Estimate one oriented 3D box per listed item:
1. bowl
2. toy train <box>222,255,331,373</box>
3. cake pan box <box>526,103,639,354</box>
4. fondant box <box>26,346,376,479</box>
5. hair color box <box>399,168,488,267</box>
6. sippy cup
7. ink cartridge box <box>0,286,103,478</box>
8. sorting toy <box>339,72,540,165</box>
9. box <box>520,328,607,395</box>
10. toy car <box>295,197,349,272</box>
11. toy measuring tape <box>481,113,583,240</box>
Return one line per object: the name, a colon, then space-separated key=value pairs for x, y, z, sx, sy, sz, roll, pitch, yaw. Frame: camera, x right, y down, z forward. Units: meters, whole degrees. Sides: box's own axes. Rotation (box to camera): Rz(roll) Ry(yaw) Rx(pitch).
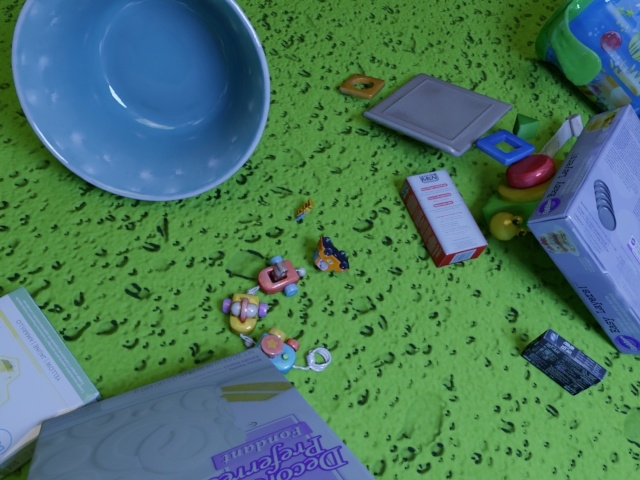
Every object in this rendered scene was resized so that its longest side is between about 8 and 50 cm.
bowl: x=-0.225 y=-0.227 z=0.736 sx=0.312 sy=0.311 sz=0.163 roll=3 pitch=29 yaw=-7
toy train: x=-0.054 y=0.093 z=0.684 sx=0.125 sy=0.046 sz=0.166 roll=-17 pitch=62 yaw=-18
cake pan box: x=0.424 y=-0.013 z=0.743 sx=0.267 sy=0.070 sz=0.245 roll=47 pitch=64 yaw=-16
fondant box: x=-0.109 y=0.213 z=0.446 sx=0.238 sy=0.330 sz=0.096 roll=-17 pitch=103 yaw=-19
hair color box: x=0.181 y=-0.035 z=0.804 sx=0.072 sy=0.043 sz=0.141 roll=-12 pitch=62 yaw=-16
sippy cup: x=0.547 y=-0.336 z=0.958 sx=0.306 sy=0.240 sz=0.224 roll=-29 pitch=75 yaw=2
ink cartridge box: x=-0.383 y=0.181 z=0.574 sx=0.235 sy=0.056 sz=0.171 roll=-35 pitch=70 yaw=-28
sorting toy: x=0.192 y=-0.205 z=0.897 sx=0.348 sy=0.047 sz=0.196 roll=31 pitch=51 yaw=28
box: x=0.309 y=0.157 z=0.691 sx=0.083 sy=0.067 sz=0.018 roll=38 pitch=60 yaw=15
toy car: x=0.000 y=0.000 z=0.769 sx=0.040 sy=0.060 sz=0.122 roll=-40 pitch=43 yaw=18
toy measuring tape: x=0.367 y=-0.105 z=0.830 sx=0.121 sy=0.121 sz=0.330 roll=40 pitch=61 yaw=15
